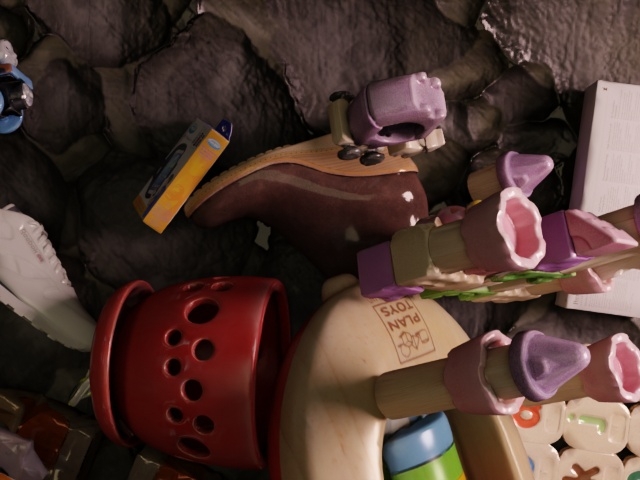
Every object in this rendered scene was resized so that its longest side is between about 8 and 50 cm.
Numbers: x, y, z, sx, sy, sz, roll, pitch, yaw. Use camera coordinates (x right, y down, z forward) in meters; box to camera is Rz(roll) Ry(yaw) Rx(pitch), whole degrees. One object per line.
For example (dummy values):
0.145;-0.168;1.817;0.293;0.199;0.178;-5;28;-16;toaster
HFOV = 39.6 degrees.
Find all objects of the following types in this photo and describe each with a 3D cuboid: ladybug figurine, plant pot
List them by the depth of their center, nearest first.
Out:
0.074;0.252;0.858;0.161;0.305;0.450;-21;84;44;ladybug figurine
-0.128;0.131;0.896;0.174;0.191;0.191;0;90;8;plant pot

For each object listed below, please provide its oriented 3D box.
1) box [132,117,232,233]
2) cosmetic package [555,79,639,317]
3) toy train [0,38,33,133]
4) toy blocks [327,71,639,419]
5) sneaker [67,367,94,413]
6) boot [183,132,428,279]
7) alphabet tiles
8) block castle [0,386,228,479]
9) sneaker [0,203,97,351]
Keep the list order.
-0.146;-0.078;0.946;0.028;0.081;0.136;35;92;-25;box
0.317;-0.041;0.940;0.098;0.060;0.239;8;91;0;cosmetic package
-0.405;-0.163;0.960;0.184;0.080;0.105;-11;84;2;toy train
0.205;-0.009;0.780;0.260;0.288;0.309;-21;71;41;toy blocks
-0.242;0.155;0.980;0.035;0.031;0.083;41;88;-20;sneaker
0.000;0.000;0.937;0.248;0.090;0.207;-21;87;-2;boot
0.325;0.258;0.960;0.277;0.021;0.284;6;90;2;alphabet tiles
-0.263;0.310;0.843;0.453;0.303;0.213;22;93;3;block castle
-0.318;0.027;0.956;0.235;0.090;0.095;41;71;-4;sneaker
